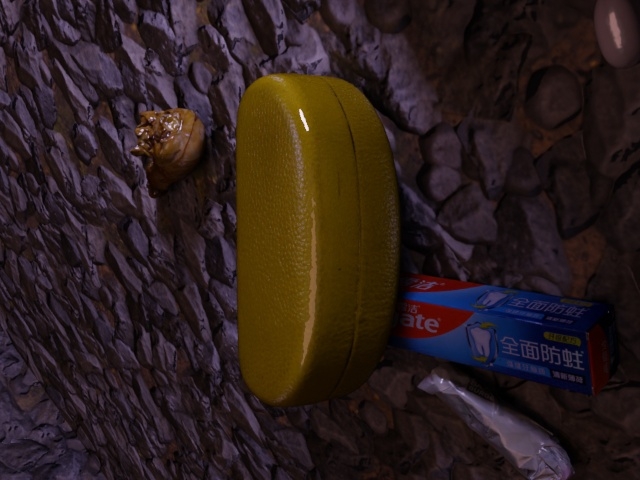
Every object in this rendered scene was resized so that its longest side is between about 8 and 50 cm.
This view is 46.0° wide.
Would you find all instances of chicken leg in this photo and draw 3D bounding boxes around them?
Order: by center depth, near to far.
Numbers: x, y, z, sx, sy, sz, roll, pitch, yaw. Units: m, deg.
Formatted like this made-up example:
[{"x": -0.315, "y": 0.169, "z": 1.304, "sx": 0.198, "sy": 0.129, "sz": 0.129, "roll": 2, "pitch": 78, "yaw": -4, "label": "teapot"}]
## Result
[{"x": -0.236, "y": -0.125, "z": 1.125, "sx": 0.101, "sy": 0.085, "sz": 0.207, "roll": 18, "pitch": 151, "yaw": -17, "label": "chicken leg"}]

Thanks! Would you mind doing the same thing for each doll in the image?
[{"x": 0.230, "y": -0.222, "z": 0.587, "sx": 0.160, "sy": 0.059, "sz": 0.161, "roll": 57, "pitch": 141, "yaw": 3, "label": "doll"}]

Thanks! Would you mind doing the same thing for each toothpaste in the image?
[{"x": 0.165, "y": 0.092, "z": 0.847, "sx": 0.320, "sy": 0.066, "sz": 0.076, "roll": 6, "pitch": 117, "yaw": 44, "label": "toothpaste"}]

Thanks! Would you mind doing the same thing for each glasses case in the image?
[{"x": 0.000, "y": 0.000, "z": 0.850, "sx": 0.173, "sy": 0.141, "sz": 0.371, "roll": 4, "pitch": 96, "yaw": 55, "label": "glasses case"}]

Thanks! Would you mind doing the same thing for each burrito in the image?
[{"x": 0.205, "y": 0.212, "z": 0.884, "sx": 0.203, "sy": 0.064, "sz": 0.064, "roll": 37, "pitch": 135, "yaw": 29, "label": "burrito"}]
